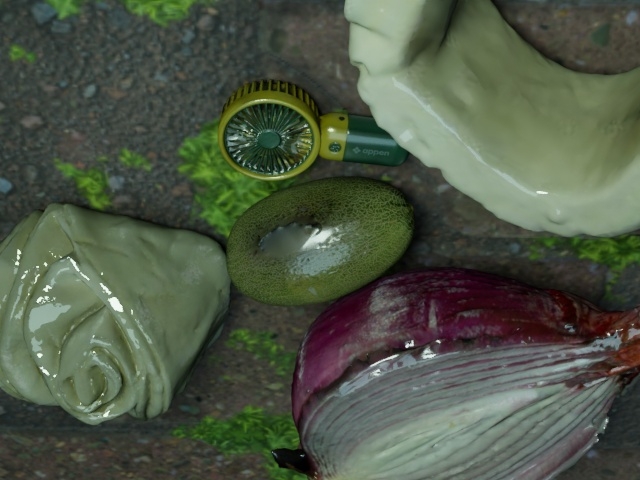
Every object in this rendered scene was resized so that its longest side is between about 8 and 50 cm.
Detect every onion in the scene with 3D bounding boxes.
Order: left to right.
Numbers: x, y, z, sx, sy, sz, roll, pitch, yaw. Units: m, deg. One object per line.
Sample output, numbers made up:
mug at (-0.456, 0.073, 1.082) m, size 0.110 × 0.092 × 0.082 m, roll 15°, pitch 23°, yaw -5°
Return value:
onion at (0.137, 0.096, 1.175) m, size 0.348 × 0.159 × 0.267 m, roll -26°, pitch 137°, yaw 14°

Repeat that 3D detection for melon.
melon at (0.000, 0.000, 1.132) m, size 0.162 × 0.099 × 0.099 m, roll -17°, pitch 128°, yaw 14°

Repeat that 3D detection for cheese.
cheese at (0.166, -0.166, 0.903) m, size 0.292 × 0.153 × 0.332 m, roll 25°, pitch 137°, yaw 2°

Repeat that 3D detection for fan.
fan at (-0.004, -0.085, 1.098) m, size 0.155 × 0.039 × 0.082 m, roll 7°, pitch 131°, yaw -5°

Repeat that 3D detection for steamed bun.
steamed bun at (-0.196, 0.083, 1.185) m, size 0.218 × 0.144 × 0.211 m, roll 20°, pitch 130°, yaw -12°
